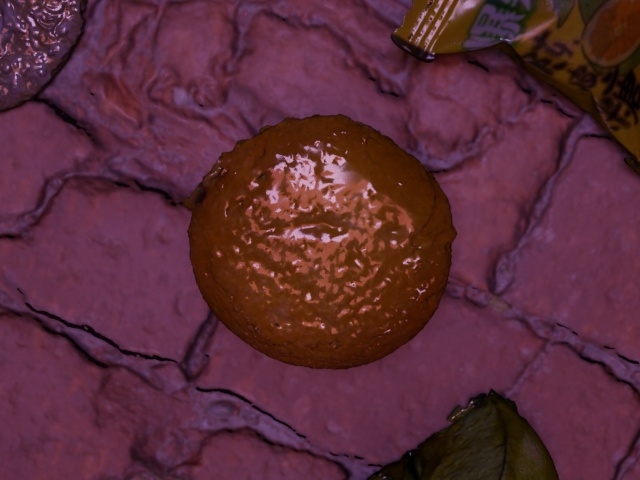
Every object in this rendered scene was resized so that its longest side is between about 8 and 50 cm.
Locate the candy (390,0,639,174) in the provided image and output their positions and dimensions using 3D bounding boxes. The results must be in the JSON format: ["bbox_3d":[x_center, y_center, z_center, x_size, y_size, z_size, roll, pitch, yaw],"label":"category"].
[{"bbox_3d":[0.232,-0.189,0.626,0.297,0.081,0.187,26,99,-14],"label":"candy"}]

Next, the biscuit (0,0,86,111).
[{"bbox_3d":[-0.325,-0.192,0.678,0.249,0.032,0.133,-19,100,5],"label":"biscuit"}]

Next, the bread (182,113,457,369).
[{"bbox_3d":[0.002,0.002,0.640,0.239,0.139,0.240,1,101,3],"label":"bread"}]

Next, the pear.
[{"bbox_3d":[0.136,0.289,0.632,0.238,0.255,0.164,-37,95,4],"label":"pear"}]
